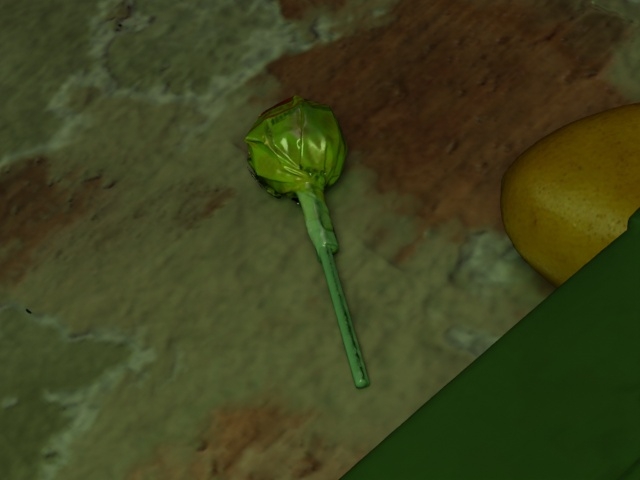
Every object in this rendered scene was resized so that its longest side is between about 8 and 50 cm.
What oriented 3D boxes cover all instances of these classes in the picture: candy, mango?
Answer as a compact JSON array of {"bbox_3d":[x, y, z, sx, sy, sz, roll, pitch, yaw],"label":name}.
[{"bbox_3d":[0.000,0.000,0.985,0.058,0.062,0.194,11,49,-34],"label":"candy"},{"bbox_3d":[0.189,-0.007,0.887,0.219,0.112,0.145,21,65,33],"label":"mango"}]

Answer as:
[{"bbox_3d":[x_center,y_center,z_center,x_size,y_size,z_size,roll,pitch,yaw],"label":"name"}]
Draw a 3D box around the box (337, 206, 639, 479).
[{"bbox_3d":[0.128,0.145,0.686,0.328,0.253,0.178,-39,43,-24],"label":"box"}]
